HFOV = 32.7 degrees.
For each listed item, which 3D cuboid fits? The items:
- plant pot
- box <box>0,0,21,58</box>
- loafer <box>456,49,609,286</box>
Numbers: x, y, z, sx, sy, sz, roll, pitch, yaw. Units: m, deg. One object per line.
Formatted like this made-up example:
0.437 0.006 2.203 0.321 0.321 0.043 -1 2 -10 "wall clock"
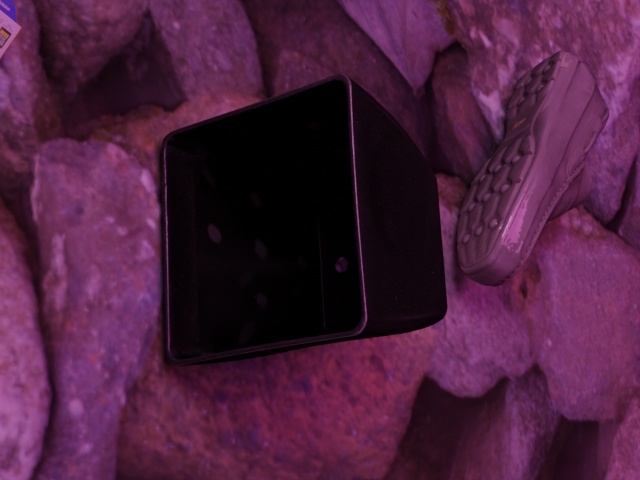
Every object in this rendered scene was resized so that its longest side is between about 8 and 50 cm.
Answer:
0.000 0.000 0.861 0.167 0.187 0.188 14 68 -52 "plant pot"
-0.269 -0.135 0.759 0.081 0.028 0.136 41 52 -25 "box"
0.230 -0.068 1.117 0.111 0.112 0.319 41 53 -14 "loafer"
